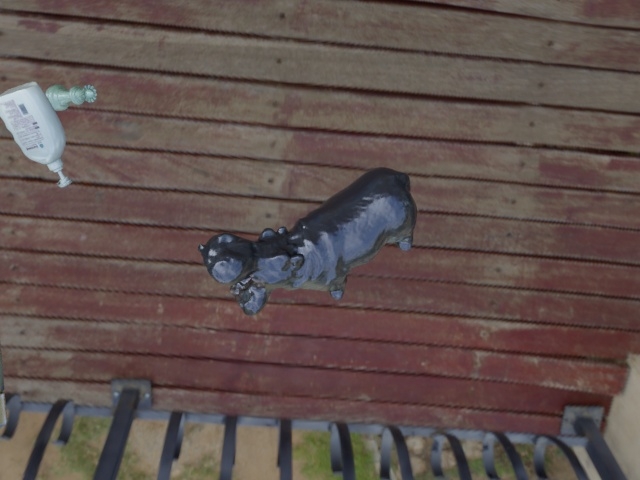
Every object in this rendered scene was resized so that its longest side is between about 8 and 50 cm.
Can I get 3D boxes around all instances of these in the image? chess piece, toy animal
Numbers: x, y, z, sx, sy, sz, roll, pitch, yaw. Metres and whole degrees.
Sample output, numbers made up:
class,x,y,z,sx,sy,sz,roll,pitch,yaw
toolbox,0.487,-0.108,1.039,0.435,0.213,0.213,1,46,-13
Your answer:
class,x,y,z,sx,sy,sz,roll,pitch,yaw
chess piece,-0.389,-0.228,1.216,0.093,0.042,0.042,3,118,33
toy animal,-0.006,0.014,1.067,0.343,0.106,0.168,-25,143,-28

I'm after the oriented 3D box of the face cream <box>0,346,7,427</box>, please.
class,x,y,z,sx,sy,sz,roll,pitch,yaw
face cream,-0.504,0.145,1.034,0.139,0.067,0.285,-6,88,-13

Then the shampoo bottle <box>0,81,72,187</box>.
class,x,y,z,sx,sy,sz,roll,pitch,yaw
shampoo bottle,-0.390,-0.142,1.079,0.077,0.045,0.152,-12,116,23
